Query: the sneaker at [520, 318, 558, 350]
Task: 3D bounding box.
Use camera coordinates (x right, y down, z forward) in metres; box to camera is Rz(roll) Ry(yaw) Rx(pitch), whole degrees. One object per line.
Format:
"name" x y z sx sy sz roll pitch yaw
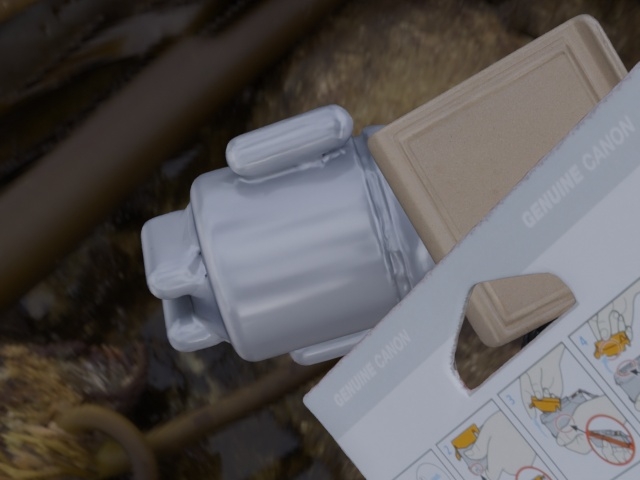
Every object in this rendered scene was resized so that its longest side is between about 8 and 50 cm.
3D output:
"sneaker" 0.312 0.039 1.550 0.124 0.107 0.283 36 111 -11

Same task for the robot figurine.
"robot figurine" 0.000 0.000 1.670 0.353 0.300 0.200 -15 40 0

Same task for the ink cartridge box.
"ink cartridge box" 0.137 0.089 0.625 0.060 0.275 0.239 -29 77 -39

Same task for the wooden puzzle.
"wooden puzzle" 0.189 -0.049 1.425 0.238 0.044 0.221 -29 94 24
